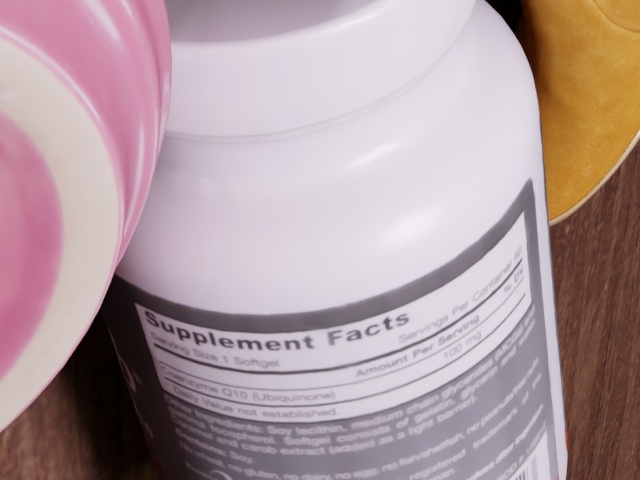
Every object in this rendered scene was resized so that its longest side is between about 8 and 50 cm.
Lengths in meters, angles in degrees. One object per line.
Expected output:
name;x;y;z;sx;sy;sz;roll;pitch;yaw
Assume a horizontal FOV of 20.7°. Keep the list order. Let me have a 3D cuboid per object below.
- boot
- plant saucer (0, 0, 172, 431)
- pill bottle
boot;0.125;-0.150;0.951;0.211;0.104;0.295;10;110;-55
plant saucer;-0.191;-0.001;0.533;0.332;0.084;0.332;-20;143;-17
pill bottle;0.000;0.000;0.797;0.210;0.210;0.363;-42;141;-28
